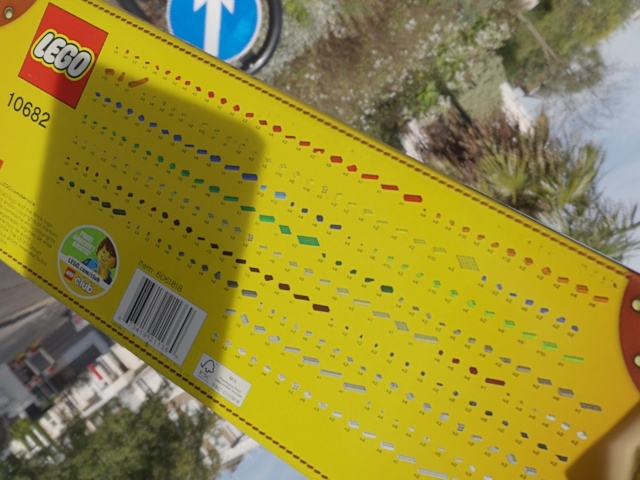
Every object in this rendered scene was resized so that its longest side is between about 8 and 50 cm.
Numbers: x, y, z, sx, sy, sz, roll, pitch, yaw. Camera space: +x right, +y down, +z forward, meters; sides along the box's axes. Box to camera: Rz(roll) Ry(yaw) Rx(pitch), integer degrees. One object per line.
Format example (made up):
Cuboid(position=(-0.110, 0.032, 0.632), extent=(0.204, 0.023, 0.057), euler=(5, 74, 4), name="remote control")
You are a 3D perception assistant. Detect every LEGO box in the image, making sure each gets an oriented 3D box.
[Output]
Cuboid(position=(0.000, 0.000, 0.508), extent=(0.193, 0.500, 0.372), euler=(-62, 165, 9), name="LEGO box")
